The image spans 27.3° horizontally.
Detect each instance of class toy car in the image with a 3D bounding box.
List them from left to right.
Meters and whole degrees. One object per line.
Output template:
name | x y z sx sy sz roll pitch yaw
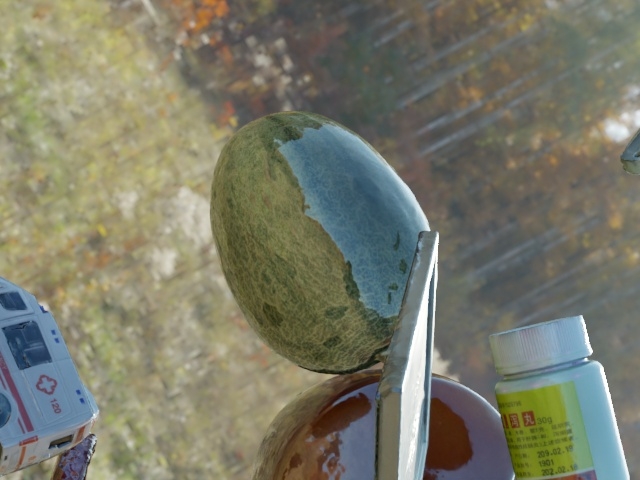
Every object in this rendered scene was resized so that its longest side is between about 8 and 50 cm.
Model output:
toy car | -0.275 0.093 1.124 0.210 0.108 0.089 62 -31 18

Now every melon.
melon | 0.000 0.000 1.549 0.329 0.248 0.248 63 3 13

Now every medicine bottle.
medicine bottle | 0.295 0.215 1.648 0.139 0.139 0.225 33 44 -84

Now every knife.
knife | 0.367 -0.130 1.405 0.044 0.162 0.023 9 -39 46

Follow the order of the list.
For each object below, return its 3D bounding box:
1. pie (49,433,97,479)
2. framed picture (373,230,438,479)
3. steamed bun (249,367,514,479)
pie | -0.286 0.273 1.459 0.038 0.153 0.153 22 12 -11
framed picture | 0.071 0.151 1.092 0.315 0.024 0.232 -65 157 -65
steamed bun | 0.076 0.307 1.886 0.235 0.379 0.248 172 -101 -78
